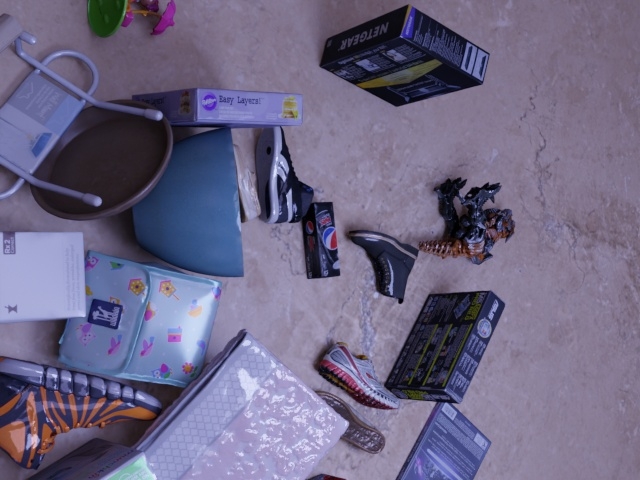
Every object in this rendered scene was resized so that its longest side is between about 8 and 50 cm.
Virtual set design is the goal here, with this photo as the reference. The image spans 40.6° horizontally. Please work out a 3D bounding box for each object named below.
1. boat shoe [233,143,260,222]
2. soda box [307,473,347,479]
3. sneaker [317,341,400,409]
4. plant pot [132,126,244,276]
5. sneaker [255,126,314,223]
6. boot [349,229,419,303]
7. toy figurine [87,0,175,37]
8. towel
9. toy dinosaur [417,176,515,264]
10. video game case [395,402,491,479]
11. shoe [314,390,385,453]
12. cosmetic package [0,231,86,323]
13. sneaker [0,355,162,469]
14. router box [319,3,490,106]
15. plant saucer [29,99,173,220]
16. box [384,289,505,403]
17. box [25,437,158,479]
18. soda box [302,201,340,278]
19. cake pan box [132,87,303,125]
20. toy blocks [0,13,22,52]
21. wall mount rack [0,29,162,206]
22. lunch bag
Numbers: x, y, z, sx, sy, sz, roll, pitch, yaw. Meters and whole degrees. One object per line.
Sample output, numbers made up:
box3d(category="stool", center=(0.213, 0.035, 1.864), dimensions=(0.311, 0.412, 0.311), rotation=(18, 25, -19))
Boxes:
box3d(category="boat shoe", center=(-0.166, -0.125, 1.836), dimensions=(0.059, 0.063, 0.170), rotation=(-18, 101, -40))
box3d(category="soda box", center=(0.025, 0.644, 1.858), dimensions=(0.083, 0.092, 0.263), rotation=(-14, 93, -34))
box3d(category="sneaker", center=(0.101, 0.310, 1.950), dimensions=(0.225, 0.088, 0.092), rotation=(40, 63, -24))
box3d(category="plant pot", center=(-0.257, -0.066, 1.661), dimensions=(0.195, 0.290, 0.290), rotation=(-5, 87, -7))
box3d(category="sneaker", center=(-0.073, -0.145, 1.894), dimensions=(0.121, 0.079, 0.217), rotation=(0, 93, -38))
box3d(category="boot", center=(0.141, 0.060, 2.017), dimensions=(0.198, 0.077, 0.137), rotation=(20, 79, -30))
box3d(category="toy figurine", center=(-0.367, -0.474, 1.724), dimensions=(0.159, 0.130, 0.173), rotation=(0, 60, -48))
box3d(category="towel", center=(-0.146, 0.383, 1.640), dimensions=(0.332, 0.053, 0.317), rotation=(-48, 113, -12))
box3d(category="toy dinosaur", center=(0.374, -0.033, 2.146), dimensions=(0.322, 0.164, 0.218), rotation=(-33, 121, -54))
box3d(category="video game case", center=(0.294, 0.548, 2.094), dimensions=(0.196, 0.026, 0.274), rotation=(45, 64, -22))
box3d(category="shoe", center=(0.051, 0.404, 1.931), dimensions=(0.219, 0.058, 0.076), rotation=(41, 84, -20))
box3d(category="cosmetic package", center=(-0.510, 0.066, 1.501), dimensions=(0.151, 0.184, 0.151), rotation=(-1, 86, -34))
box3d(category="sneaker", center=(-0.456, 0.327, 1.562), dimensions=(0.321, 0.124, 0.180), rotation=(17, 79, -21))
box3d(category="router box", center=(0.184, -0.406, 1.952), dimensions=(0.243, 0.309, 0.081), rotation=(22, 76, -31))
box3d(category="plant saucer", center=(-0.396, -0.144, 1.583), dimensions=(0.278, 0.278, 0.041), rotation=(-58, 151, -24))
box3d(category="box", center=(0.286, 0.244, 2.006), dimensions=(0.060, 0.216, 0.270), rotation=(41, 63, -24))
box3d(category="box", center=(-0.430, 0.470, 1.484), dimensions=(0.262, 0.231, 0.126), rotation=(-29, 101, -32))
box3d(category="soda box", center=(0.000, 0.000, 1.931), dimensions=(0.053, 0.060, 0.169), rotation=(-4, 87, -35))
box3d(category="cake pan box", center=(-0.206, -0.254, 1.697), dimensions=(0.246, 0.267, 0.070), rotation=(-1, 95, -37))
box3d(category="toy blocks", center=(-0.698, -0.328, 1.356), dimensions=(0.309, 0.288, 0.260), rotation=(49, 59, -23))
box3d(category="wall mount rack", center=(-0.475, -0.206, 1.555), dimensions=(0.304, 0.130, 0.350), rotation=(32, 66, -6))
box3d(category="lunch bag", center=(-0.341, 0.148, 1.621), dimensions=(0.262, 0.160, 0.223), rotation=(16, 86, -28))
